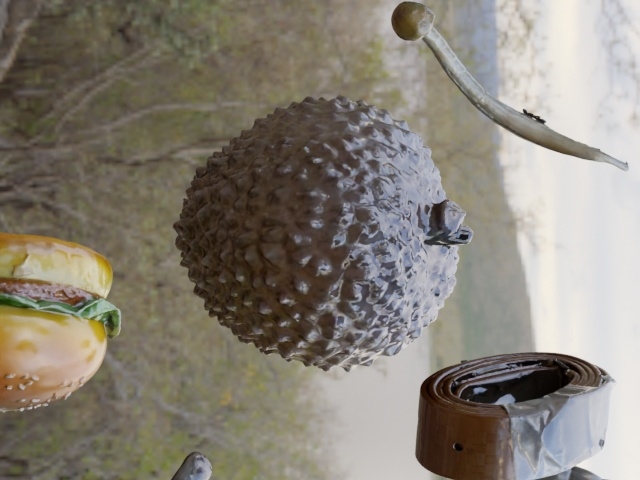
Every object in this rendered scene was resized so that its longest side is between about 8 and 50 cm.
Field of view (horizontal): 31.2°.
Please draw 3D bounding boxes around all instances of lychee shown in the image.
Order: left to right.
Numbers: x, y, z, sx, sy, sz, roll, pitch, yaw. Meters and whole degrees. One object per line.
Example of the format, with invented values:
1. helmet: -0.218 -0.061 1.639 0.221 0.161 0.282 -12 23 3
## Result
1. lychee: 0.000 0.000 1.574 0.380 0.432 0.381 27 59 -58

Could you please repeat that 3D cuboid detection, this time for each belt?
1. belt: 0.231 0.204 1.356 0.184 0.261 0.105 22 -68 56

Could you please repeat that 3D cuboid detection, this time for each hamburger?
1. hamburger: -0.327 0.088 1.171 0.246 0.246 0.170 66 27 -78

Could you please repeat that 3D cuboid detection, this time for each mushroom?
1. mushroom: 0.185 -0.144 1.160 0.043 0.306 0.068 -57 -156 1

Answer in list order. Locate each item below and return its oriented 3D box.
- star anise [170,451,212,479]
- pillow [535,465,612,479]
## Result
1. star anise: -0.019 0.357 0.807 0.139 0.315 0.360 95 13 -61
2. pillow: 0.325 0.480 1.719 0.326 0.228 0.101 -60 165 -28
